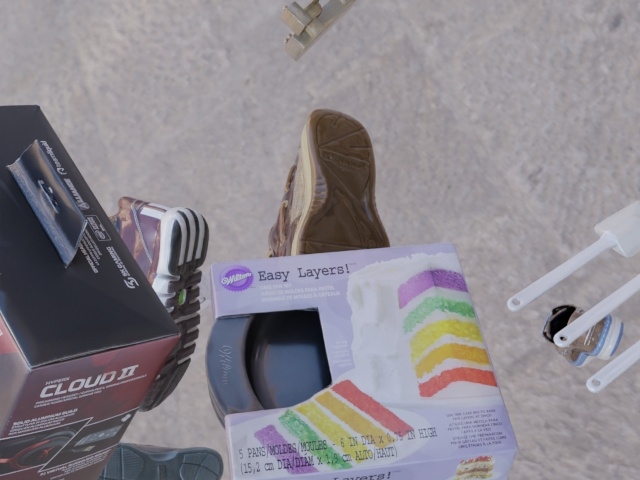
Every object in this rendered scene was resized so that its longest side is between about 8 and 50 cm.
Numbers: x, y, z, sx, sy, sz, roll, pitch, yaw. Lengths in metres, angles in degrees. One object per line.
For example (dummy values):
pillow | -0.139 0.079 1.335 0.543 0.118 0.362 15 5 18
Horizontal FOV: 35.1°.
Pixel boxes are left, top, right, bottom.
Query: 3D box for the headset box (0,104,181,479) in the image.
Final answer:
headset box | -0.227 0.064 0.694 0.218 0.110 0.293 53 130 26

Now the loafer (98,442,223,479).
loafer | -0.299 0.383 1.690 0.084 0.268 0.096 -8 77 63

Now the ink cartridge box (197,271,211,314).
ink cartridge box | -0.252 0.107 1.803 0.104 0.180 0.060 -36 72 23

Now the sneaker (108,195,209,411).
sneaker | -0.243 0.071 1.321 0.163 0.106 0.281 21 107 25

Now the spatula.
spatula | 0.329 0.055 1.099 0.242 0.019 0.168 -31 60 -22

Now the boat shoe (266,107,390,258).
boat shoe | 0.000 0.000 1.218 0.123 0.123 0.342 -49 34 45

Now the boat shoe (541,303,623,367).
boat shoe | 0.297 0.104 1.184 0.066 0.183 0.066 23 79 4

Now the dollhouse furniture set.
dollhouse furniture set | -0.011 -0.345 1.311 0.144 0.123 0.151 -47 4 -18

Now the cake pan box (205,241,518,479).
cake pan box | 0.025 0.121 0.960 0.267 0.070 0.245 -4 49 -7
